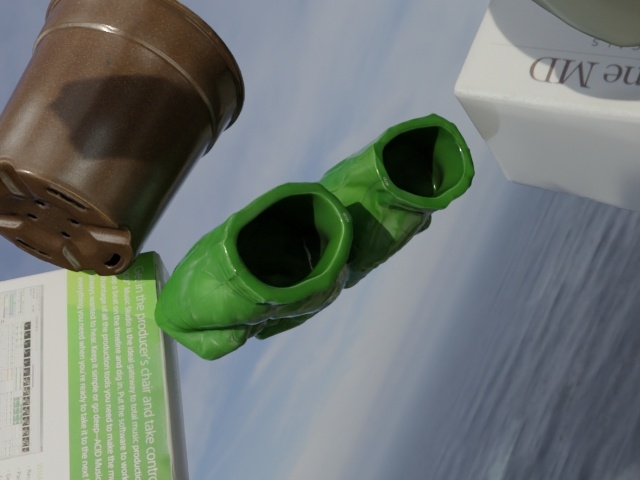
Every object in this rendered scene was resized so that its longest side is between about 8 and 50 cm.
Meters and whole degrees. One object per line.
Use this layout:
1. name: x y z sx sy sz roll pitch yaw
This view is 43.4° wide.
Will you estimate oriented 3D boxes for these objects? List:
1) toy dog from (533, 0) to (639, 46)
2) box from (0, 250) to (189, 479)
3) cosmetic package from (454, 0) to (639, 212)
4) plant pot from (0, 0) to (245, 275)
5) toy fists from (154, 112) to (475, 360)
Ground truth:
1. toy dog: 0.128 -0.213 0.179 0.284 0.396 0.408 -63 16 13
2. box: -0.259 0.146 0.582 0.058 0.322 0.232 78 -179 -59
3. cosmetic package: 0.300 -0.251 0.597 0.161 0.230 0.453 38 -108 -55
4. plant pot: -0.161 -0.074 0.591 0.167 0.167 0.165 100 -172 -58
5. toy fists: 0.000 0.000 0.622 0.279 0.096 0.142 -33 1 -38
